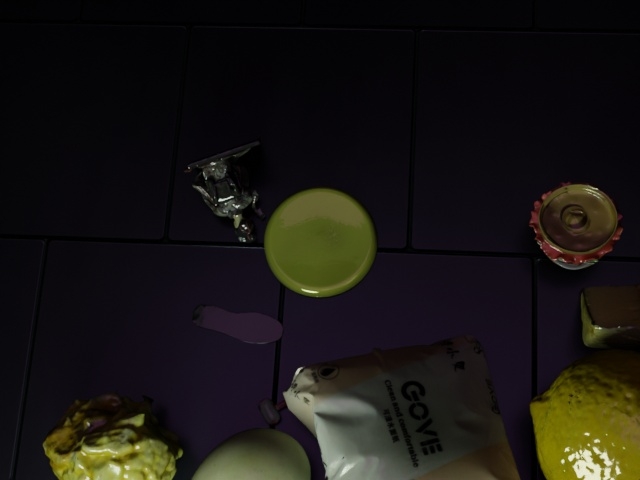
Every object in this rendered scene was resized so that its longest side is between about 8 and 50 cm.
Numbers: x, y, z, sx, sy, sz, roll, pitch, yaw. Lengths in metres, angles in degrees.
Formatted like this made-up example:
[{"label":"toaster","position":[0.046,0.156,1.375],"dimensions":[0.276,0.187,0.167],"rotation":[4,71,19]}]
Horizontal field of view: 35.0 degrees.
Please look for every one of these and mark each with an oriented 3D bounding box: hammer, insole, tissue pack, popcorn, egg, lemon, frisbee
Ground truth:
[{"label":"hammer","position":[-0.076,0.317,1.958],"dimensions":[0.083,0.031,0.053],"rotation":[-28,76,-10]},{"label":"insole","position":[-0.166,0.166,2.022],"dimensions":[0.188,0.004,0.064],"rotation":[12,74,8]},{"label":"tissue pack","position":[0.162,0.373,1.829],"dimensions":[0.389,0.195,0.376],"rotation":[-12,63,-12]},{"label":"popcorn","position":[-0.371,0.384,1.858],"dimensions":[0.249,0.249,0.225],"rotation":[39,72,14]},{"label":"egg","position":[-0.135,0.450,1.839],"dimensions":[0.253,0.188,0.189],"rotation":[-35,73,6]},{"label":"lemon","position":[0.537,0.348,1.753],"dimensions":[0.335,0.336,0.336],"rotation":[-1,73,4]},{"label":"frisbee","position":[0.000,0.000,2.054],"dimensions":[0.235,0.017,0.236],"rotation":[-1,73,4]}]

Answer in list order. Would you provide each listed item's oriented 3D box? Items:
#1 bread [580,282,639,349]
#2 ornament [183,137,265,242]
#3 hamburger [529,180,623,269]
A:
[{"label":"bread","position":[0.614,0.124,1.883],"dimensions":[0.240,0.178,0.135],"rotation":[-3,74,6]},{"label":"ornament","position":[-0.172,-0.091,2.069],"dimensions":[0.166,0.153,0.196],"rotation":[-18,96,0]},{"label":"hamburger","position":[0.492,-0.023,1.957],"dimensions":[0.175,0.137,0.175],"rotation":[-3,72,9]}]
